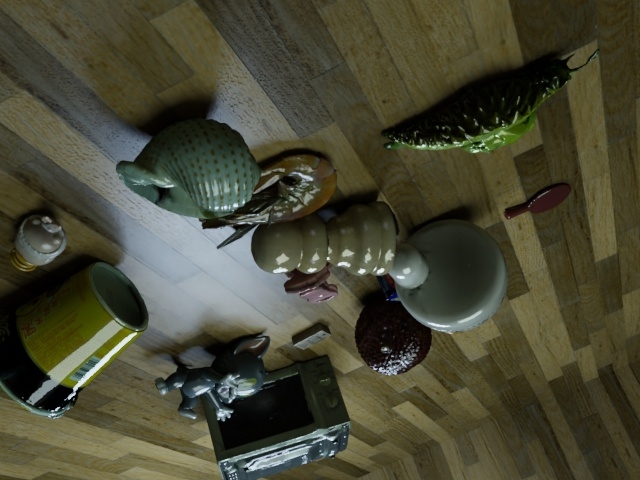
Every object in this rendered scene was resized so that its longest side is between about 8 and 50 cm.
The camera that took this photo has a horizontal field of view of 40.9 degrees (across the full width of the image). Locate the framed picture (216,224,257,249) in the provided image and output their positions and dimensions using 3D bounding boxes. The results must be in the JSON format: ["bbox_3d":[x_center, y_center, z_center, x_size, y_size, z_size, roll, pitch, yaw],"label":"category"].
[{"bbox_3d":[-0.142,-0.013,1.530,0.066,0.007,0.089,-37,177,29],"label":"framed picture"}]

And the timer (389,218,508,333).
[{"bbox_3d":[0.258,0.067,1.743,0.233,0.234,0.240,-26,155,11],"label":"timer"}]

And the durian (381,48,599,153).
[{"bbox_3d":[0.284,-0.207,1.409,0.375,0.107,0.132,-20,158,9],"label":"durian"}]

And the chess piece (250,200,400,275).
[{"bbox_3d":[0.000,0.000,1.576,0.260,0.143,0.143,-2,148,-20],"label":"chess piece"}]

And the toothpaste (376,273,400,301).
[{"bbox_3d":[0.264,0.102,1.973,0.320,0.076,0.066,8,140,-42],"label":"toothpaste"}]

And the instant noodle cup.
[{"bbox_3d":[-0.436,0.164,1.508,0.236,0.216,0.215,-35,150,13],"label":"instant noodle cup"}]

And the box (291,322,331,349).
[{"bbox_3d":[-0.022,0.232,2.073,0.083,0.024,0.053,-28,151,18],"label":"box"}]

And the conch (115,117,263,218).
[{"bbox_3d":[-0.184,-0.113,1.242,0.199,0.131,0.172,20,167,-14],"label":"conch"}]

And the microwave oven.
[{"bbox_3d":[-0.112,0.492,2.270,0.354,0.219,0.286,-15,151,-10],"label":"microwave oven"}]

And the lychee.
[{"bbox_3d":[0.171,0.223,2.017,0.194,0.195,0.194,-16,152,-9],"label":"lychee"}]

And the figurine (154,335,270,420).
[{"bbox_3d":[-0.246,0.329,1.986,0.265,0.140,0.193,-2,126,-7],"label":"figurine"}]

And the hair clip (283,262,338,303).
[{"bbox_3d":[-0.019,0.063,1.670,0.123,0.102,0.138,-25,163,16],"label":"hair clip"}]

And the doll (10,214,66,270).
[{"bbox_3d":[-0.432,-0.005,1.344,0.127,0.073,0.084,-38,-179,37],"label":"doll"}]

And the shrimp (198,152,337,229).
[{"bbox_3d":[-0.088,-0.074,1.449,0.248,0.068,0.150,-24,140,-4],"label":"shrimp"}]

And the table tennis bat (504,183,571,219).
[{"bbox_3d":[0.470,-0.079,1.849,0.154,0.019,0.098,-20,153,-5],"label":"table tennis bat"}]
